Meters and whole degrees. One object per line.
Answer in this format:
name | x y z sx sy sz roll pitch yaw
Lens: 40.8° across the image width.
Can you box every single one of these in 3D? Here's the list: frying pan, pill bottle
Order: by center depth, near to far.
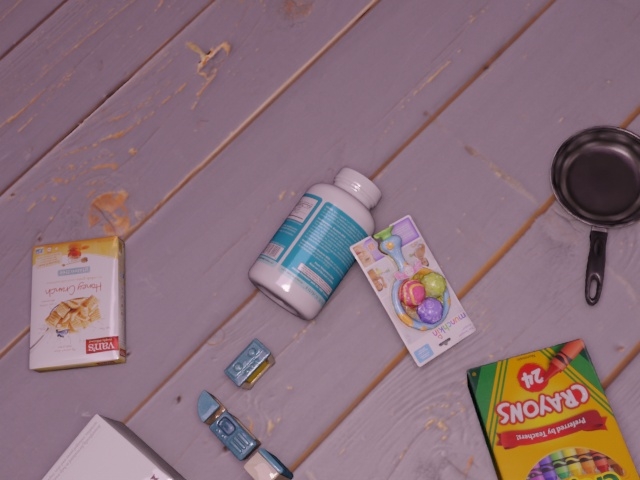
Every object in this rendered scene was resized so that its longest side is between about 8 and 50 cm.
frying pan | 0.525 -0.053 1.529 0.197 0.053 0.326 -12 72 4
pill bottle | 0.000 0.000 1.533 0.146 0.146 0.264 33 78 17

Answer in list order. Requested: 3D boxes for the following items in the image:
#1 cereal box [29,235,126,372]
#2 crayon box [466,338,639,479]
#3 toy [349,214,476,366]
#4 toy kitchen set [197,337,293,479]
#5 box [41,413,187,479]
cereal box | -0.452 0.119 1.606 0.172 0.047 0.240 -8 70 5
crayon box | 0.376 0.334 1.369 0.202 0.081 0.319 -16 59 2
toy | 0.168 0.079 1.479 0.136 0.056 0.237 -28 82 -24
toy kitchen set | -0.097 0.292 1.456 0.207 0.122 0.166 41 81 18
box | -0.353 0.422 1.448 0.182 0.119 0.181 36 79 18
